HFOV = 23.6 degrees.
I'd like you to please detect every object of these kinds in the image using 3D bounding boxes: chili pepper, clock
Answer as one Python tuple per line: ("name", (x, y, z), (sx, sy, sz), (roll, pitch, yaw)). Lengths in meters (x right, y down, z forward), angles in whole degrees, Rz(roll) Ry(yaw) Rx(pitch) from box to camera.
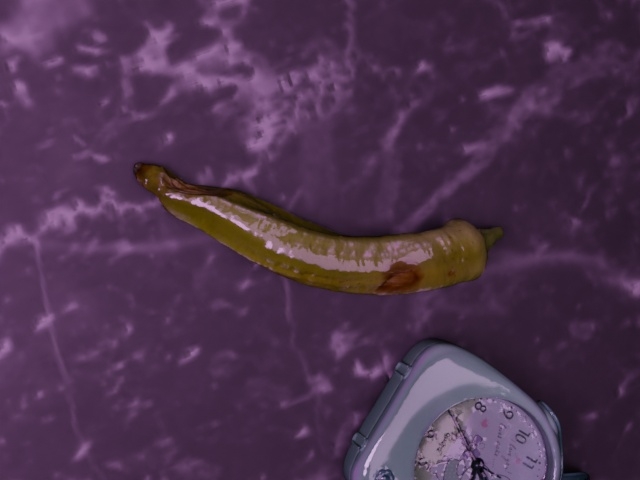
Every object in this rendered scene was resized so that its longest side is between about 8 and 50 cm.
("chili pepper", (0.000, 0.001, 0.825), (0.208, 0.043, 0.049), (9, 105, -11))
("clock", (0.087, 0.125, 0.849), (0.135, 0.041, 0.101), (33, 87, -12))
